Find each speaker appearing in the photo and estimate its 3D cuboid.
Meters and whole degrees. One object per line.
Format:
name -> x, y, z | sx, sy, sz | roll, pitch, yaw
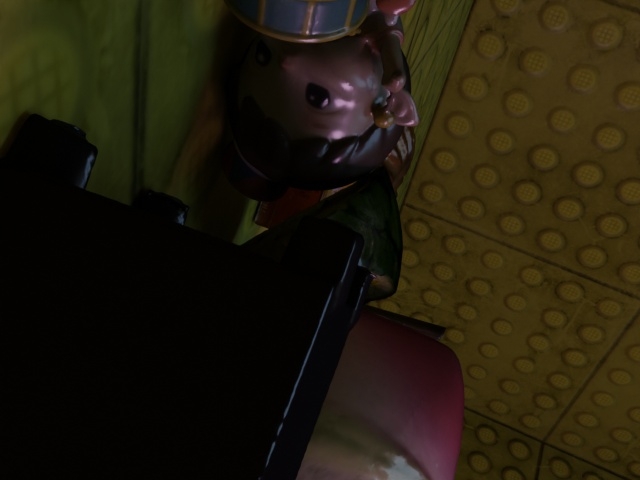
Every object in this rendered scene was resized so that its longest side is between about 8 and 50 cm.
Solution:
speaker -> -0.098, 0.095, 0.415 | 0.232, 0.184, 0.254 | 56, 54, -80

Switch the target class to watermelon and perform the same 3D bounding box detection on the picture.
watermelon -> 0.000, 0.000, 0.666 | 0.301, 0.129, 0.123 | 165, -77, -68

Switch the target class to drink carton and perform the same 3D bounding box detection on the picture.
drink carton -> -0.005, -0.070, 0.916 | 0.223, 0.071, 0.096 | -37, 149, -71

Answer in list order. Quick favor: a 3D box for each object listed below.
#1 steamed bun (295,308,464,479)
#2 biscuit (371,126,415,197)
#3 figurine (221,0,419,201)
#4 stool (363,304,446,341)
steamed bun -> -0.001, 0.171, 0.663 | 0.309, 0.309, 0.309 | 23, 90, -81
biscuit -> 0.084, -0.096, 1.305 | 0.326, 0.107, 0.325 | 22, 90, -78
figurine -> -0.006, -0.127, 0.546 | 0.158, 0.161, 0.275 | -34, 153, -28
stool -> 0.035, 0.251, 1.323 | 0.310, 0.226, 0.310 | -49, 168, -38
